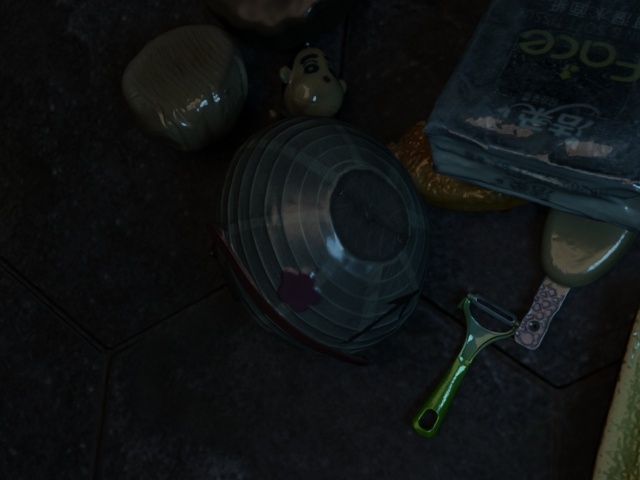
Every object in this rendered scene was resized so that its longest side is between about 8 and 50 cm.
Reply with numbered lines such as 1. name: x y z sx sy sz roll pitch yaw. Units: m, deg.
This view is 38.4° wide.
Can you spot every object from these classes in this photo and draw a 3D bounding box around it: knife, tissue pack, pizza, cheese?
1. knife: 0.154 0.143 1.006 0.078 0.022 0.166 31 92 14
2. tissue pack: 0.270 -0.179 0.934 0.228 0.103 0.316 17 65 24
3. pizza: 0.181 -0.087 1.019 0.246 0.058 0.127 -13 69 19
4. cheese: 0.262 0.028 0.977 0.097 0.037 0.192 29 91 25

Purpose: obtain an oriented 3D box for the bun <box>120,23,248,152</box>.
1. bun: -0.160 -0.180 1.147 0.166 0.113 0.173 -12 52 15

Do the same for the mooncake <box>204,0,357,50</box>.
1. mooncake: -0.045 -0.346 1.131 0.228 0.124 0.228 -3 81 18

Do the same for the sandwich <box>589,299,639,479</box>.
1. sandwich: 0.329 0.170 0.900 0.090 0.088 0.244 12 88 32

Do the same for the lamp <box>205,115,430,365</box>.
1. lamp: 0.000 0.000 0.991 0.233 0.233 0.265 -40 97 10

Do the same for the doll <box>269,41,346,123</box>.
1. doll: -0.016 -0.153 1.102 0.089 0.102 0.179 -16 71 59
